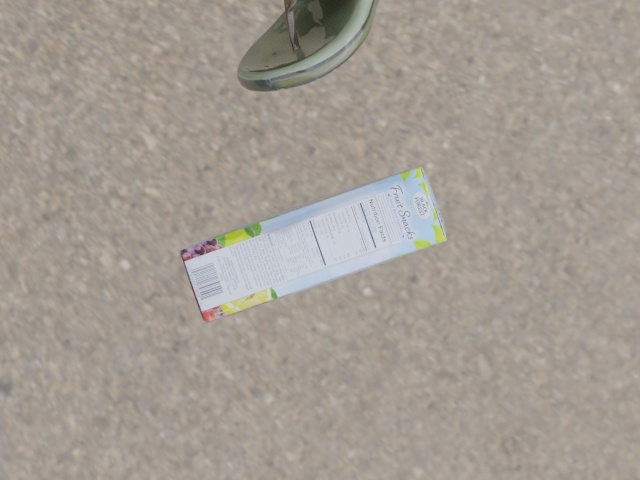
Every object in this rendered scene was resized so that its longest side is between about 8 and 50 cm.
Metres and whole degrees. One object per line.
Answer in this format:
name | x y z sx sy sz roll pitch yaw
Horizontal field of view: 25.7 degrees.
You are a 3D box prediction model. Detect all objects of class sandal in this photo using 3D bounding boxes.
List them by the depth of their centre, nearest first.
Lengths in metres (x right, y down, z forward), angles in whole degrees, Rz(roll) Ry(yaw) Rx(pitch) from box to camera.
sandal | 0.010 -0.256 1.321 0.086 0.120 0.303 50 64 -35

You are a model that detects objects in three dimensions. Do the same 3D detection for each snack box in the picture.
snack box | 0.000 0.000 1.186 0.207 0.174 0.070 -20 91 6
